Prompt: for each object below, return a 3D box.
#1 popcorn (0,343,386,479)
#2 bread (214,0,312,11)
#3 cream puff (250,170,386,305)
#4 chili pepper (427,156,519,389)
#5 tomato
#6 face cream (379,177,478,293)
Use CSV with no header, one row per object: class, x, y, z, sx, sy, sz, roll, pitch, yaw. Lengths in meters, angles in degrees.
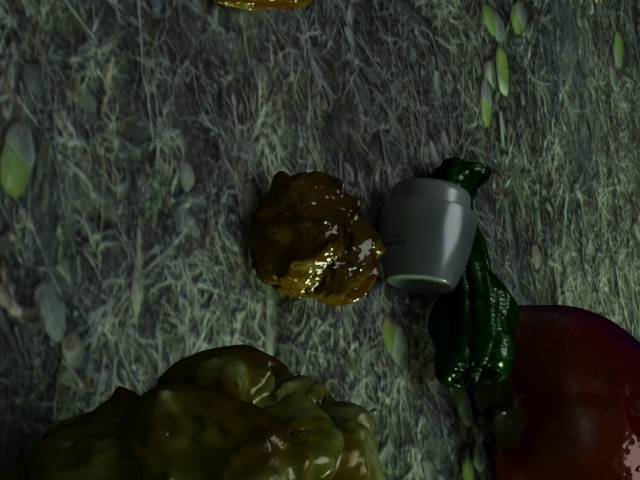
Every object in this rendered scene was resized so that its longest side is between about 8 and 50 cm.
popcorn,-0.077,0.198,1.162,0.282,0.282,0.247,-21,97,-62
bread,-0.053,-0.229,1.557,0.132,0.053,0.074,-9,93,-63
cream puff,0.000,0.000,1.536,0.116,0.094,0.122,-37,118,-57
chili pepper,0.143,0.032,1.803,0.099,0.083,0.253,98,-9,-56
tomato,0.286,0.209,1.881,0.289,0.176,0.335,42,33,-52
face cream,0.098,-0.004,1.726,0.091,0.091,0.095,31,63,-55
